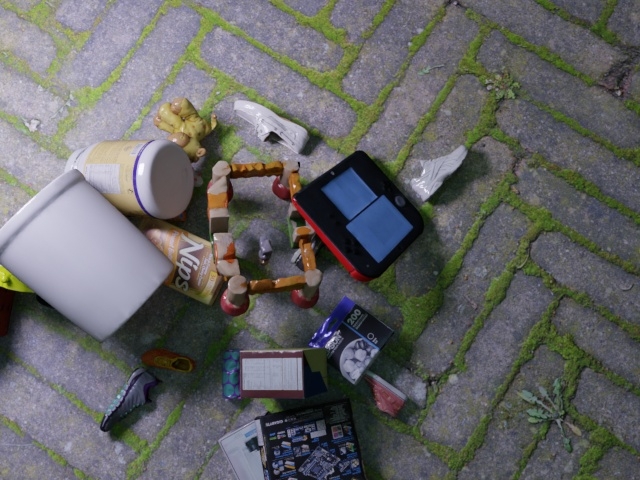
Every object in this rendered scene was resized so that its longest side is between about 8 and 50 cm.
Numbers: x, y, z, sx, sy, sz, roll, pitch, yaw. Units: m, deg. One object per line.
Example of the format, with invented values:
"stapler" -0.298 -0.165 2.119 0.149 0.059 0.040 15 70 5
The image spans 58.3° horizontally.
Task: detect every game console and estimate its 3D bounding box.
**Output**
"game console" 0.131 -0.084 1.754 0.342 0.060 0.386 52 47 -1

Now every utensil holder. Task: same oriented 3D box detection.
"utensil holder" -0.653 0.049 1.605 0.385 0.327 0.327 45 84 -13

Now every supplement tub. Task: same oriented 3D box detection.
"supplement tub" -0.588 -0.189 1.769 0.331 0.241 0.241 3 80 24

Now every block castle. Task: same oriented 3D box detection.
"block castle" -0.178 -0.011 1.727 0.303 0.213 0.453 -6 67 -15

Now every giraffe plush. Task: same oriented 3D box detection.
"giraffe plush" -0.436 -0.328 1.848 0.210 0.181 0.170 20 58 -25

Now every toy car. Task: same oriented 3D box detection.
"toy car" -0.464 -0.115 1.892 0.060 0.040 0.122 13 82 3

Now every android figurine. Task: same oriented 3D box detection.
"android figurine" -0.878 0.098 1.739 0.248 0.273 0.056 13 97 -10

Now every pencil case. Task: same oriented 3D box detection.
"pencil case" -0.271 0.416 1.794 0.070 0.064 0.152 -3 81 25

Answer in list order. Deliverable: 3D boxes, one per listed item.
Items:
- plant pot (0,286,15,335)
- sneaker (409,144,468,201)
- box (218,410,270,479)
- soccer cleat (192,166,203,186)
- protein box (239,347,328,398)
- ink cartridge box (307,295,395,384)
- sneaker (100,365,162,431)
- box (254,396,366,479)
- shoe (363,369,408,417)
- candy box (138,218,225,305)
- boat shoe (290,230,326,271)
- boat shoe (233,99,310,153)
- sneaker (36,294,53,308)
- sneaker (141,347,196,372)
"plant pot" -1.093 0.194 1.756 0.235 0.267 0.267 8 81 -12
"sneaker" 0.384 -0.241 1.880 0.115 0.090 0.232 43 83 10
"box" -0.166 0.689 1.739 0.169 0.087 0.290 -28 82 -4
"soccer cleat" -0.483 -0.223 1.903 0.196 0.068 0.076 28 123 -7
"protein box" -0.106 0.390 1.702 0.201 0.200 0.136 -5 81 20
"ink cartridge box" 0.090 0.304 1.792 0.208 0.045 0.206 35 82 23
"sneaker" -0.587 0.507 1.778 0.098 0.083 0.224 32 82 0
"box" -0.025 0.638 1.691 0.295 0.073 0.293 -6 76 -23
"shoe" 0.180 0.472 1.781 0.178 0.063 0.081 34 80 2
"candy box" -0.452 0.062 1.840 0.316 0.087 0.183 24 82 5
"boat shoe" 0.000 0.000 1.852 0.068 0.081 0.228 40 91 5
"boat shoe" -0.174 -0.373 1.900 0.277 0.098 0.096 26 81 3
"sneaker" -0.743 0.180 1.806 0.283 0.124 0.107 -5 82 0
"sneaker" -0.479 0.375 1.803 0.175 0.067 0.064 6 83 3
